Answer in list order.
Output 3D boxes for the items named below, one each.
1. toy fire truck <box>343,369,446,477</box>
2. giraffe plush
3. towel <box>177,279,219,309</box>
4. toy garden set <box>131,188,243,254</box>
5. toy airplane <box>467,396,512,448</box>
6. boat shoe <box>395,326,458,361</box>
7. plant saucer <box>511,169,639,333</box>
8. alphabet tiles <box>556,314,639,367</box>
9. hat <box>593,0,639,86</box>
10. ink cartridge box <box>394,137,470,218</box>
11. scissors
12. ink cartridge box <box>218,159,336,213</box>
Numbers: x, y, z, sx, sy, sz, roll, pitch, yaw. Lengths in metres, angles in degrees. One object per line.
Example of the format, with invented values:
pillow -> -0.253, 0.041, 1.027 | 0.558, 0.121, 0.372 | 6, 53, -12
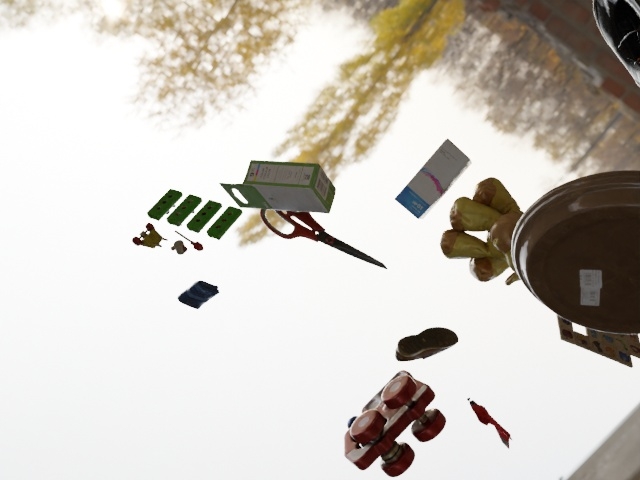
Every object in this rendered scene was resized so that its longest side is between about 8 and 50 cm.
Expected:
toy fire truck -> 0.180, 0.493, 2.426 | 0.169, 0.302, 0.254 | 48, 168, -14
giraffe plush -> 0.325, 0.003, 1.490 | 0.210, 0.181, 0.170 | 19, -171, -8
towel -> -0.308, 0.136, 2.221 | 0.067, 0.119, 0.029 | 23, -123, -26
toy garden set -> -0.356, -0.031, 2.332 | 0.244, 0.049, 0.204 | 17, -130, 28
toy airplane -> 0.394, 0.420, 2.049 | 0.151, 0.028, 0.151 | 46, -175, -5
boat shoe -> 0.263, 0.264, 2.223 | 0.178, 0.060, 0.064 | -11, -125, -25
plant saucer -> 0.373, 0.029, 1.079 | 0.278, 0.278, 0.041 | 32, -132, -16
alphabet tiles -> 0.639, 0.190, 2.041 | 0.237, 0.009, 0.198 | 22, -139, -15
hat -> 0.821, -0.538, 2.207 | 0.331, 0.134, 0.331 | 61, -176, -7
ink cartridge box -> 0.176, -0.094, 1.368 | 0.052, 0.122, 0.088 | 41, -171, 8
scissors -> 0.000, 0.000, 1.838 | 0.297, 0.109, 0.021 | 42, 179, 17
ink cartridge box -> -0.086, -0.110, 1.791 | 0.209, 0.062, 0.109 | 4, 157, 24
